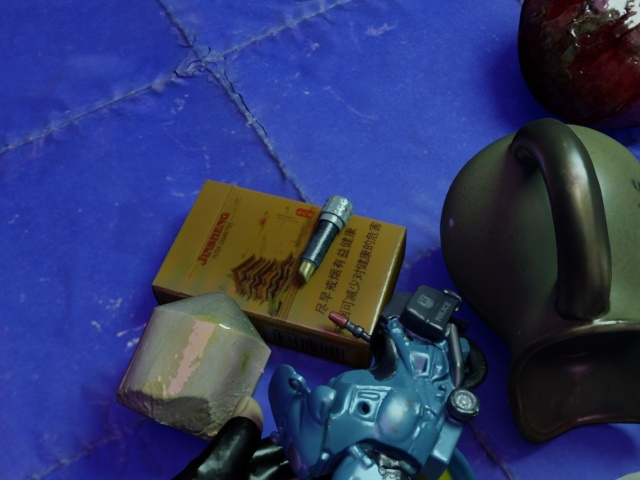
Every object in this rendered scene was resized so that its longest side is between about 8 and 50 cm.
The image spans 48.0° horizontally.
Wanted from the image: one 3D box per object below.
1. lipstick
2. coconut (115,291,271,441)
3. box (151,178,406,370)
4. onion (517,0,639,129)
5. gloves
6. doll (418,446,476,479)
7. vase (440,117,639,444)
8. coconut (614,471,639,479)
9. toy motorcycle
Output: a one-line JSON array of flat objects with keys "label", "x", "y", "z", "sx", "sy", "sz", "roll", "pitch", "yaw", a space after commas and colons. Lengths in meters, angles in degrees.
[{"label": "lipstick", "x": 0.000, "y": 0.000, "z": 0.851, "sx": 0.037, "sy": 0.037, "sz": 0.116, "roll": 22, "pitch": 63, "yaw": 16}, {"label": "coconut", "x": -0.134, "y": 0.131, "z": 0.785, "sx": 0.147, "sy": 0.147, "sz": 0.153, "roll": 19, "pitch": 72, "yaw": 15}, {"label": "box", "x": -0.046, "y": 0.036, "z": 0.893, "sx": 0.274, "sy": 0.076, "sz": 0.174, "roll": 14, "pitch": 57, "yaw": 12}, {"label": "onion", "x": 0.406, "y": -0.287, "z": 0.984, "sx": 0.276, "sy": 0.276, "sz": 0.276, "roll": -1, "pitch": 56, "yaw": 2}, {"label": "gloves", "x": -0.080, "y": 0.270, "z": 0.685, "sx": 0.301, "sy": 0.197, "sz": 0.152, "roll": -26, "pitch": 14, "yaw": -40}, {"label": "doll", "x": 0.080, "y": 0.322, "z": 0.643, "sx": 0.145, "sy": 0.199, "sz": 0.363, "roll": -21, "pitch": 46, "yaw": 31}, {"label": "vase", "x": 0.249, "y": 0.016, "z": 0.740, "sx": 0.240, "sy": 0.329, "sz": 0.302, "roll": -11, "pitch": 55, "yaw": 11}, {"label": "coconut", "x": 0.310, "y": 0.301, "z": 0.610, "sx": 0.202, "sy": 0.222, "sz": 0.202, "roll": -5, "pitch": 53, "yaw": 6}, {"label": "toy motorcycle", "x": 0.054, "y": 0.145, "z": 0.690, "sx": 0.182, "sy": 0.124, "sz": 0.272, "roll": 28, "pitch": 44, "yaw": 12}]
